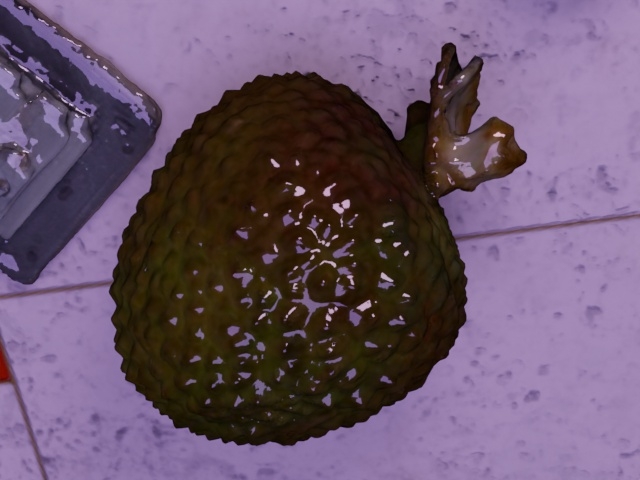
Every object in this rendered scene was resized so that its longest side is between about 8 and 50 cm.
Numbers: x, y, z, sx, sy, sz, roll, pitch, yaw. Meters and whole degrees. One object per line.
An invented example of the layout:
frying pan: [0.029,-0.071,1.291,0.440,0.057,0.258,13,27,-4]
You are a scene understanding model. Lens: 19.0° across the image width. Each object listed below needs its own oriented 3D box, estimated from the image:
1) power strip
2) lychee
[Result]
power strip: [-0.254,-0.075,1.495,0.198,0.064,0.213,35,118,-11]
lychee: [-0.010,0.007,1.406,0.320,0.270,0.270,-33,117,-20]
